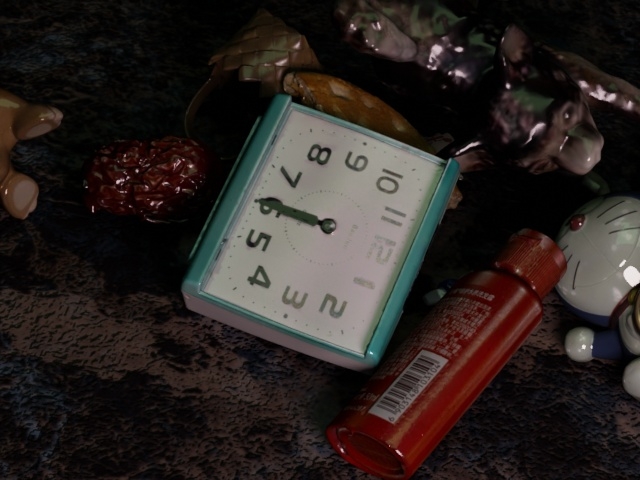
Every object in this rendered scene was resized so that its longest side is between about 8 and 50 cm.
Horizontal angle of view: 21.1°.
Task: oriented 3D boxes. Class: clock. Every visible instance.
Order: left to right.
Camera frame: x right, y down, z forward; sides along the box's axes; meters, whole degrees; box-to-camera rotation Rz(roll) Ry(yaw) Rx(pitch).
[{"bbox_3d":[0.000,0.000,1.865,0.231,0.116,0.262,21,64,7],"label":"clock"},{"bbox_3d":[0.343,0.058,1.846,0.199,0.146,0.243,-35,55,12],"label":"clock"}]

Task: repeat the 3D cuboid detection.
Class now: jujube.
[{"bbox_3d":[-0.188,-0.075,1.943,0.166,0.104,0.104,6,46,0],"label":"jujube"}]

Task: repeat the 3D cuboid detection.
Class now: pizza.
[{"bbox_3d":[0.057,-0.115,1.988,0.246,0.058,0.127,29,35,-18],"label":"pizza"}]

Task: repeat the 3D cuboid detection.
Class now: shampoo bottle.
[{"bbox_3d":[0.138,0.113,1.768,0.314,0.076,0.118,-46,27,-27],"label":"shampoo bottle"}]

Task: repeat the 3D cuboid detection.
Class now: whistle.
[{"bbox_3d":[0.149,0.057,1.906,0.083,0.029,0.033,-18,66,-32],"label":"whistle"}]

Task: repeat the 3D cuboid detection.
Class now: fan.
[{"bbox_3d":[0.150,-0.101,2.074,0.056,0.004,0.083,-15,50,-20],"label":"fan"}]

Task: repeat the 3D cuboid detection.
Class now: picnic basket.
[{"bbox_3d":[-0.084,-0.168,2.026,0.178,0.138,0.128,-45,53,-8],"label":"picnic basket"}]

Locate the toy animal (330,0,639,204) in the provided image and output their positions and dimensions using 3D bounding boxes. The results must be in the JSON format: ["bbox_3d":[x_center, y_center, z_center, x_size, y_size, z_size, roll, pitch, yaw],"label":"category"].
[{"bbox_3d":[0.186,-0.179,1.971,0.302,0.194,0.344,-1,35,-50],"label":"toy animal"}]

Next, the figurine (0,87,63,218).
[{"bbox_3d":[-0.441,-0.099,1.882,0.247,0.177,0.173,27,30,9],"label":"figurine"}]
